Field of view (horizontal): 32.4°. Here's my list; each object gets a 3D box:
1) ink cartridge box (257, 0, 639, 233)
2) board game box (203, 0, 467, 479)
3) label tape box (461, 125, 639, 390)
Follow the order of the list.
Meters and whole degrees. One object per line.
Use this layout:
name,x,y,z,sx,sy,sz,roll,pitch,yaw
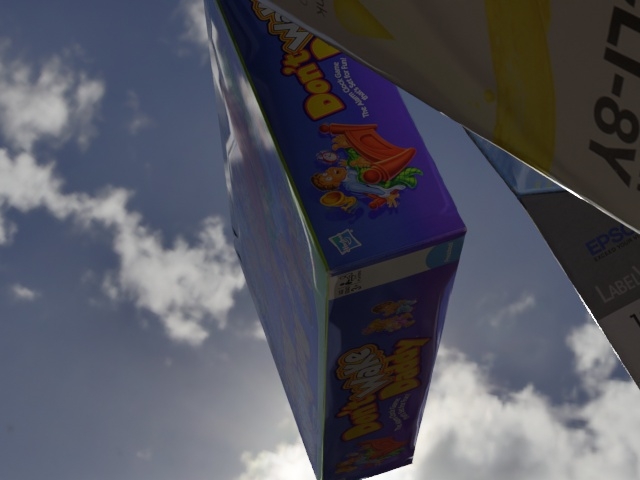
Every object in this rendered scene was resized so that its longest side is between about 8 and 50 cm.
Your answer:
ink cartridge box,0.114,-0.181,0.424,0.385,0.160,0.279,37,-35,33
board game box,0.000,0.000,0.750,0.078,0.233,0.347,-17,-30,-10
label tape box,0.259,-0.002,0.898,0.106,0.240,0.333,-32,-84,19
